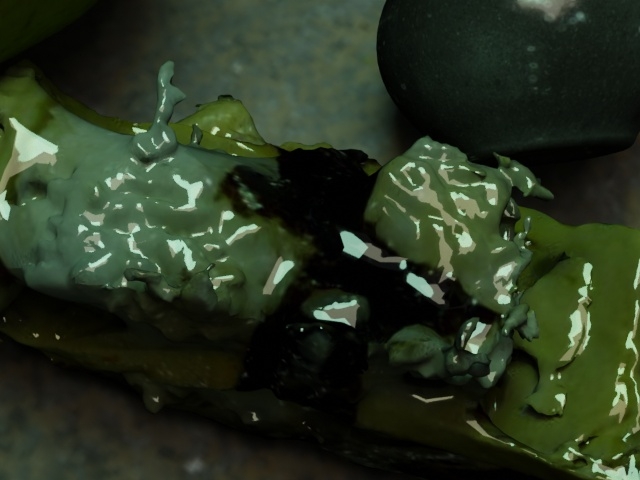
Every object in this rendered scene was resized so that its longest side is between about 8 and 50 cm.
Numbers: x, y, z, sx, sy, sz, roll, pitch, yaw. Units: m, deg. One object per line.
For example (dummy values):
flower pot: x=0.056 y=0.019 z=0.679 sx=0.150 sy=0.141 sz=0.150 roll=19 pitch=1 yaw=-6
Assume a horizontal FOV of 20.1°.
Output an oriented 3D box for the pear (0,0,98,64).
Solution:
pear: x=-0.177 y=-0.164 z=0.623 sx=0.253 sy=0.253 sz=0.307 roll=37 pitch=58 yaw=7

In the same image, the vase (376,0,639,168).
vase: x=0.077 y=-0.122 z=0.701 sx=0.120 sy=0.120 sz=0.183 roll=-5 pitch=87 yaw=-10

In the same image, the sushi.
sushi: x=-0.001 y=0.002 z=0.652 sx=0.291 sy=0.131 sz=0.139 roll=14 pitch=70 yaw=5
